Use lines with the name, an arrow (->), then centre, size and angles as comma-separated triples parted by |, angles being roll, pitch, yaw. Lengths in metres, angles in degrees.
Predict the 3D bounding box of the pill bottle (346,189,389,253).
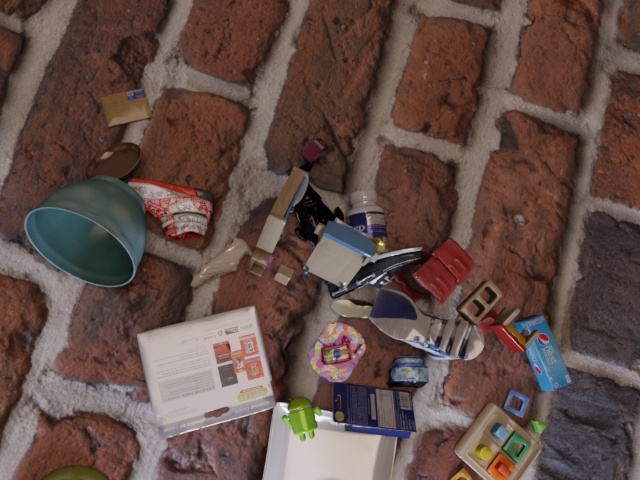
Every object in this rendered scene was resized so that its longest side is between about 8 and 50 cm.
pill bottle -> 0.132, -0.044, 1.695 | 0.112, 0.112, 0.186 | -5, 78, -8

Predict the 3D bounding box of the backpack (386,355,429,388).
backpack -> 0.243, 0.362, 1.622 | 0.105, 0.114, 0.084 | 2, 72, -6

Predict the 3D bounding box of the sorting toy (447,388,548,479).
sorting toy -> 0.500, 0.585, 1.644 | 0.196, 0.047, 0.347 | 41, 77, 2

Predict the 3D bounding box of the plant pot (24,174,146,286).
plant pot -> -0.578, -0.045, 1.540 | 0.293, 0.293, 0.196 | 22, 49, -2

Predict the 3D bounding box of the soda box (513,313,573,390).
soda box -> 0.641, 0.322, 1.704 | 0.067, 0.071, 0.210 | -18, 81, -11

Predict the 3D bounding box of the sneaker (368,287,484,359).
sneaker -> 0.285, 0.259, 1.633 | 0.316, 0.182, 0.127 | 22, 71, 16

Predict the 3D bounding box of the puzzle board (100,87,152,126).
puzzle board -> -0.568, -0.390, 1.729 | 0.128, 0.011, 0.096 | -16, 80, -11

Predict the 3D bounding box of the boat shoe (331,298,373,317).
boat shoe -> 0.095, 0.193, 1.678 | 0.133, 0.042, 0.048 | 10, 98, -5

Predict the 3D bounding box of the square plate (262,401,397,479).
square plate -> 0.018, 0.629, 1.572 | 0.348, 0.049, 0.343 | 10, 77, -5

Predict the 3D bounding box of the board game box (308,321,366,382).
board game box -> 0.049, 0.311, 1.650 | 0.133, 0.033, 0.168 | 34, 76, 0

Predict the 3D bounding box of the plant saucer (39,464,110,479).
plant saucer -> -0.630, 0.694, 1.481 | 0.241, 0.037, 0.240 | 1, 78, -6

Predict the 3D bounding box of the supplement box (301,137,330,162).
supplement box -> -0.013, -0.266, 1.729 | 0.043, 0.083, 0.055 | 44, 114, 3

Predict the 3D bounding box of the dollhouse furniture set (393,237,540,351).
dollhouse furniture set -> 0.394, 0.178, 1.646 | 0.152, 0.201, 0.374 | -44, 93, -14

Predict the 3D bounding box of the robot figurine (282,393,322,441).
robot figurine -> -0.047, 0.463, 1.540 | 0.101, 0.067, 0.115 | -18, 78, 3

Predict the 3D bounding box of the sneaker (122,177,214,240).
sneaker -> -0.440, -0.082, 1.640 | 0.270, 0.090, 0.144 | 8, 75, -8

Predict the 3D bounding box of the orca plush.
orca plush -> -0.004, -0.093, 1.692 | 0.151, 0.102, 0.287 | -8, 79, -9

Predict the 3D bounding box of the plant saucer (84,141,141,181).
plant saucer -> -0.573, -0.209, 1.644 | 0.169, 0.029, 0.168 | -10, 48, 12

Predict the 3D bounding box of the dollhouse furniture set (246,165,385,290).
dollhouse furniture set -> 0.000, 0.000, 1.601 | 0.304, 0.286, 0.198 | 26, 49, -3

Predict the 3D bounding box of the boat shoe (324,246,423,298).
boat shoe -> 0.150, 0.088, 1.621 | 0.303, 0.114, 0.091 | -19, 81, 33

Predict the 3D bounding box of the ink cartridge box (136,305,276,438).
ink cartridge box -> -0.294, 0.340, 1.551 | 0.310, 0.130, 0.271 | -12, 82, -9

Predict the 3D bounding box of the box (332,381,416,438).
box -> 0.140, 0.457, 1.593 | 0.226, 0.036, 0.136 | 10, 38, -6

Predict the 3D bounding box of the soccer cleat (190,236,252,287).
soccer cleat -> -0.276, 0.072, 1.643 | 0.196, 0.068, 0.076 | -43, 89, -16
